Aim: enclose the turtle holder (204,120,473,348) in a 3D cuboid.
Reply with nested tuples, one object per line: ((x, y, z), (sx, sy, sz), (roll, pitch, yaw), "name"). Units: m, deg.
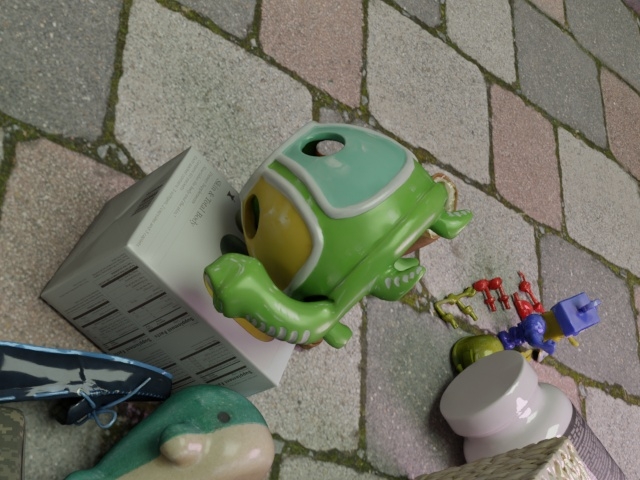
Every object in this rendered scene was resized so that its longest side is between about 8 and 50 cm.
((0.001, -0.001, 1.217), (0.227, 0.243, 0.320), (45, 78, 1), "turtle holder")

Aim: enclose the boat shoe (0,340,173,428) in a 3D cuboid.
((-0.306, 0.182, 1.190), (0.258, 0.109, 0.089), (10, 70, -25), "boat shoe")

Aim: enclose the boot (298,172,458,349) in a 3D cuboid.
((0.074, 0.030, 1.517), (0.089, 0.269, 0.236), (38, 46, -25), "boot")

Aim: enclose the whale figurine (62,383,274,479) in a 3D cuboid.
((-0.194, 0.261, 1.191), (0.271, 0.216, 0.141), (-13, 60, -23), "whale figurine")

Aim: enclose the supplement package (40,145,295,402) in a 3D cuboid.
((-0.173, 0.061, 1.295), (0.263, 0.198, 0.199), (46, 43, -21), "supplement package")

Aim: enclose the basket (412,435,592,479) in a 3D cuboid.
((0.253, 0.499, 1.437), (0.266, 0.328, 0.331), (-29, 93, -54), "basket")

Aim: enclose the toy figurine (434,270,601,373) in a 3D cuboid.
((0.415, 0.134, 1.868), (0.362, 0.217, 0.191), (-9, 77, -49), "toy figurine")

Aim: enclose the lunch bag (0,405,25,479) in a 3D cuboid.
((-0.413, 0.262, 0.873), (0.256, 0.213, 0.305), (20, 20, -23), "lunch bag")

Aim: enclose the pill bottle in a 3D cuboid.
((0.379, 0.379, 1.712), (0.363, 0.210, 0.210), (53, 42, -14), "pill bottle")
